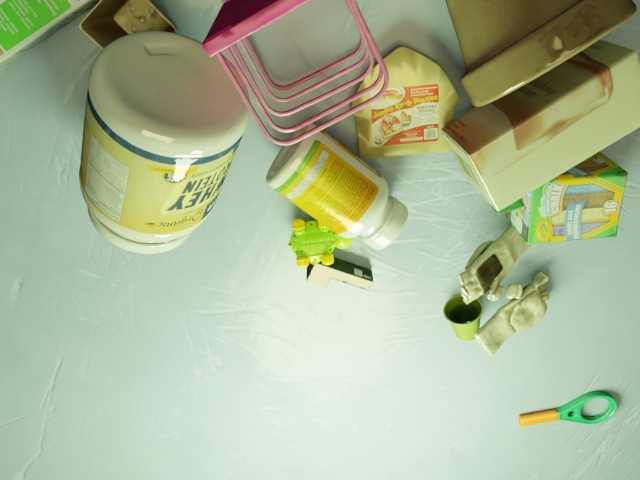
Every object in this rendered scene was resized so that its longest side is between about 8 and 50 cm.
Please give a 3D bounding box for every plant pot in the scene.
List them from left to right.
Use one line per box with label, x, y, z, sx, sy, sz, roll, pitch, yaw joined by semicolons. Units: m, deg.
plant pot;-0.295;-0.346;0.953;0.109;0.096;0.109;-39;112;17
plant pot;0.309;0.171;1.271;0.083;0.083;0.079;-16;131;7
plant pot;0.292;-0.366;0.897;0.263;0.263;0.229;-31;98;14

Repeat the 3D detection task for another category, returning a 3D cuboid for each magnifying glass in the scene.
magnifying glass;0.597;0.416;1.438;0.230;0.026;0.092;-12;118;3

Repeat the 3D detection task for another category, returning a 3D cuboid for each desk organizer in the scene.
desk organizer;0.039;0.072;1.219;0.130;0.047;0.050;19;118;-12

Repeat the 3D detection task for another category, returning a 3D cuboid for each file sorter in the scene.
file sorter;-0.027;-0.293;0.885;0.202;0.291;0.182;-25;119;11

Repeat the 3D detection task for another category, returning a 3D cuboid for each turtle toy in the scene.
turtle toy;0.000;0.000;1.166;0.130;0.066;0.095;-5;95;-2

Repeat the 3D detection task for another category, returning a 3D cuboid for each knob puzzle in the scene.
knob puzzle;0.148;-0.248;1.059;0.213;0.030;0.213;-1;119;-1

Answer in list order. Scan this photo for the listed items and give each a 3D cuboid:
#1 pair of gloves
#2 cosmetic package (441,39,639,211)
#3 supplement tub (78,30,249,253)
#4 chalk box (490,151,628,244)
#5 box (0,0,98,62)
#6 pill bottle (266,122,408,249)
pair of gloves;0.379;0.100;1.202;0.204;0.042;0.240;-36;118;-14
cosmetic package;0.377;-0.200;1.009;0.296;0.153;0.129;-32;117;6
supplement tub;-0.258;-0.140;0.947;0.228;0.228;0.316;20;142;-12
chalk box;0.424;-0.083;1.101;0.212;0.132;0.132;-4;119;-1
box;-0.481;-0.432;0.887;0.231;0.127;0.262;-25;115;13
pill bottle;0.036;-0.089;1.080;0.245;0.136;0.136;35;112;-18
